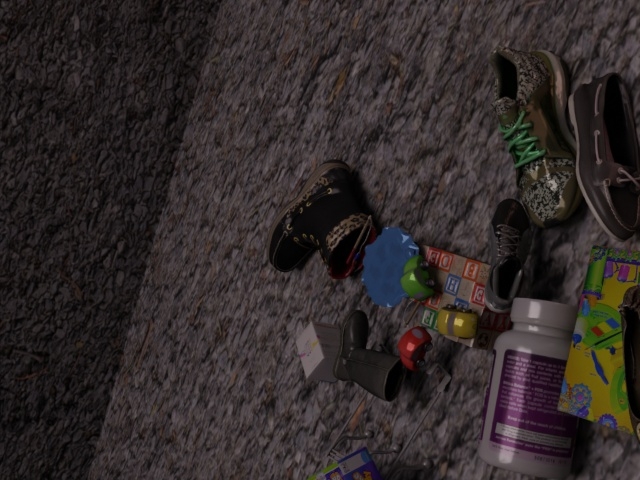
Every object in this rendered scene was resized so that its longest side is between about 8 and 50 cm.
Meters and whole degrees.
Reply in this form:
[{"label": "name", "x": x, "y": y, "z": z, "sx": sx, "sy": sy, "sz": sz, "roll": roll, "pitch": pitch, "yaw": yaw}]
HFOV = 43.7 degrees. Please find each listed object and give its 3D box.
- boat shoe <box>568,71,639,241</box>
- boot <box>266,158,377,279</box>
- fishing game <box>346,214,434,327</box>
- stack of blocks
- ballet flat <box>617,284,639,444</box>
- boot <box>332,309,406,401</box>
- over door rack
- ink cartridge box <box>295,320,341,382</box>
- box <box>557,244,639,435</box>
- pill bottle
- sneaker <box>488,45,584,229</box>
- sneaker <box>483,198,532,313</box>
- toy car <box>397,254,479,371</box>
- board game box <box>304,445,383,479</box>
[{"label": "boat shoe", "x": 0.528, "y": -0.162, "z": 1.447, "sx": 0.095, "sy": 0.112, "sz": 0.335, "roll": -41, "pitch": 43, "yaw": 48}, {"label": "boot", "x": 0.000, "y": 0.000, "z": 2.165, "sx": 0.377, "sy": 0.138, "sz": 0.284, "roll": -53, "pitch": 39, "yaw": 23}, {"label": "fishing game", "x": 0.164, "y": 0.058, "z": 1.814, "sx": 0.264, "sy": 0.041, "sz": 0.189, "roll": 44, "pitch": 117, "yaw": 44}, {"label": "stack of blocks", "x": 0.283, "y": 0.114, "z": 1.728, "sx": 0.297, "sy": 0.087, "sz": 0.171, "roll": 21, "pitch": 96, "yaw": 57}, {"label": "ballet flat", "x": 0.462, "y": 0.184, "z": 1.137, "sx": 0.084, "sy": 0.058, "sz": 0.250, "roll": -21, "pitch": 62, "yaw": 52}, {"label": "boot", "x": 0.118, "y": 0.258, "z": 1.823, "sx": 0.208, "sy": 0.076, "sz": 0.189, "roll": -2, "pitch": 76, "yaw": 63}, {"label": "over door rack", "x": 0.160, "y": 0.414, "z": 1.802, "sx": 0.239, "sy": 0.108, "sz": 0.324, "roll": 9, "pitch": 72, "yaw": 57}, {"label": "ink cartridge box", "x": 0.005, "y": 0.283, "z": 2.079, "sx": 0.090, "sy": 0.092, "sz": 0.143, "roll": -54, "pitch": 37, "yaw": 31}, {"label": "box", "x": 0.554, "y": 0.171, "z": 1.217, "sx": 0.290, "sy": 0.177, "sz": 0.279, "roll": 11, "pitch": 87, "yaw": 57}, {"label": "pill bottle", "x": 0.388, "y": 0.261, "z": 1.441, "sx": 0.169, "sy": 0.169, "sz": 0.301, "roll": 3, "pitch": 81, "yaw": 57}, {"label": "sneaker", "x": 0.402, "y": -0.216, "z": 1.589, "sx": 0.158, "sy": 0.182, "sz": 0.410, "roll": -33, "pitch": 53, "yaw": 47}, {"label": "sneaker", "x": 0.363, "y": 0.021, "z": 1.515, "sx": 0.132, "sy": 0.086, "sz": 0.228, "roll": 61, "pitch": -145, "yaw": -77}, {"label": "toy car", "x": 0.212, "y": 0.137, "z": 1.670, "sx": 0.239, "sy": 0.053, "sz": 0.225, "roll": -41, "pitch": 56, "yaw": 46}, {"label": "board game box", "x": 0.057, "y": 0.606, "z": 1.731, "sx": 0.233, "sy": 0.078, "sz": 0.347, "roll": 62, "pitch": 150, "yaw": 16}]
